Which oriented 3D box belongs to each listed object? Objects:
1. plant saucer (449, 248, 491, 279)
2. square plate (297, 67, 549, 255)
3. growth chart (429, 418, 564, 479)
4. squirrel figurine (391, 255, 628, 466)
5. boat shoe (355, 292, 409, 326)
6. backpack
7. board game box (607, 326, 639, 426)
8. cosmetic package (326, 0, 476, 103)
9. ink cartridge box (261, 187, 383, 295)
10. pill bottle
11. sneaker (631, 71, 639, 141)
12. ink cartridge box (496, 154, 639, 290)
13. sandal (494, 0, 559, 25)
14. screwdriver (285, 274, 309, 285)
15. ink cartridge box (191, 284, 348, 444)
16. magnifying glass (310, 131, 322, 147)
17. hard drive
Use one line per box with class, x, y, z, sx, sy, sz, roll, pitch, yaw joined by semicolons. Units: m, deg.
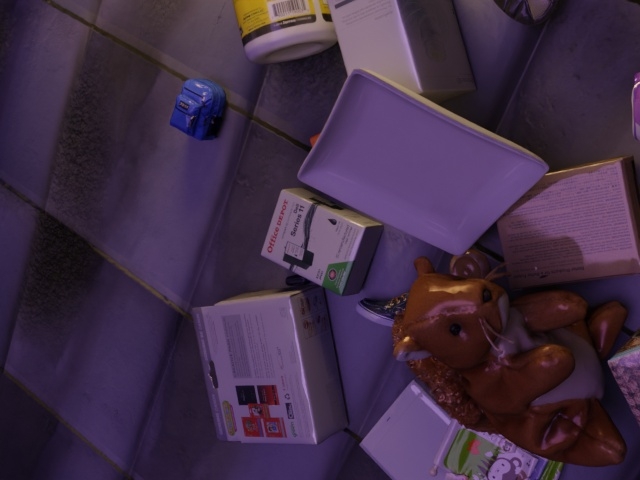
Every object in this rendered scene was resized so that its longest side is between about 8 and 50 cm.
plant saucer;0.278;0.057;1.633;0.083;0.015;0.083;6;101;31
square plate;0.161;-0.128;1.482;0.344;0.049;0.347;25;150;-5
growth chart;0.332;0.410;1.620;0.237;0.021;0.172;16;90;21
squirrel figurine;0.260;0.191;1.452;0.397;0.370;0.281;-24;45;55
boat shoe;0.161;0.127;1.694;0.183;0.065;0.083;18;106;21
backpack;-0.260;-0.283;1.858;0.098;0.101;0.120;29;109;17
board game box;0.596;0.167;1.292;0.232;0.291;0.141;-29;83;32
cosmetic package;0.145;-0.346;1.520;0.138;0.224;0.225;-14;91;34
ink cartridge box;0.000;0.000;1.747;0.208;0.087;0.153;25;105;27
pill bottle;-0.087;-0.521;1.656;0.188;0.188;0.334;-12;91;33
sneaker;0.576;-0.266;1.344;0.161;0.102;0.282;31;113;27
ink cartridge box;0.427;-0.028;1.482;0.234;0.088;0.193;-10;94;33
sandal;0.319;-0.493;1.478;0.120;0.086;0.303;-46;59;35
screwdriver;0.003;0.079;1.809;0.170;0.024;0.025;-4;126;26
ink cartridge box;-0.110;0.264;1.842;0.272;0.130;0.309;-8;94;34
magnifying glass;0.076;-0.233;1.702;0.231;0.026;0.092;-23;86;33
hard drive;0.242;0.446;1.710;0.307;0.040;0.203;44;118;19
